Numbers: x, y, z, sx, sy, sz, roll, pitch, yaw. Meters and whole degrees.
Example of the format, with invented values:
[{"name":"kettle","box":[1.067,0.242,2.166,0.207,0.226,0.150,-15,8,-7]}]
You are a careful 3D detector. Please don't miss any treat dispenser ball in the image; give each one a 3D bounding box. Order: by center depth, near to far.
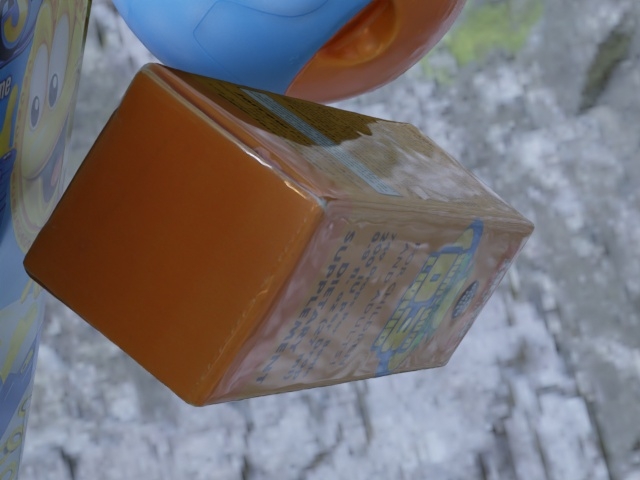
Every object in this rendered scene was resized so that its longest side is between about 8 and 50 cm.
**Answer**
[{"name":"treat dispenser ball","box":[-0.022,-0.239,1.153,0.288,0.288,0.288,168,90,-86]}]

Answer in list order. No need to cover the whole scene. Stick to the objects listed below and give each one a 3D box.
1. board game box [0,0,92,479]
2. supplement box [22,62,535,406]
[{"name":"board game box","box":[-0.152,0.025,0.381,0.308,0.086,0.302,-61,-14,-64]},{"name":"supplement box","box":[0.000,0.000,0.563,0.080,0.078,0.233,36,-167,17]}]
